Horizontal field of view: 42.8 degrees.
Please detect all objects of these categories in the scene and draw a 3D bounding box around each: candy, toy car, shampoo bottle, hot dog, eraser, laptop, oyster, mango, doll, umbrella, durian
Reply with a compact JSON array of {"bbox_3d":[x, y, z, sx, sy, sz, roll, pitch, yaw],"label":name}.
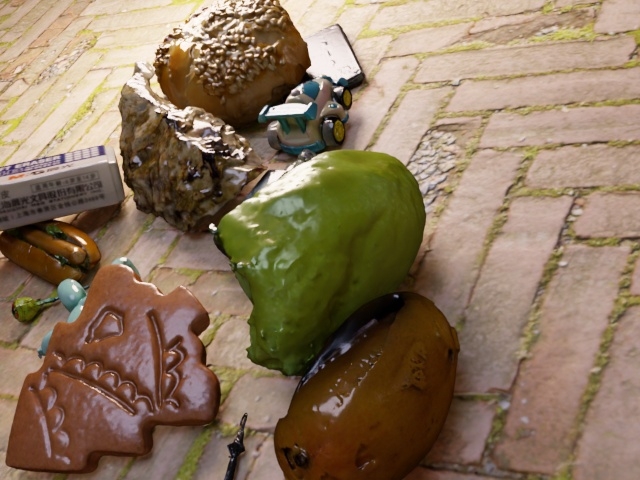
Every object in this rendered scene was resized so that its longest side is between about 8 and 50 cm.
[{"bbox_3d":[-0.412,0.092,1.250,0.123,0.035,0.035,-18,28,-5],"label":"candy"},{"bbox_3d":[-0.018,-0.219,1.301,0.126,0.098,0.161,3,58,29],"label":"toy car"},{"bbox_3d":[-0.074,-0.058,1.200,0.063,0.057,0.207,6,47,47],"label":"shampoo bottle"},{"bbox_3d":[-0.446,0.006,1.325,0.250,0.068,0.100,17,57,41],"label":"hot dog"},{"bbox_3d":[-0.471,-0.082,1.351,0.279,0.081,0.124,-14,22,-12],"label":"eraser"},{"bbox_3d":[-0.012,-0.311,1.461,0.154,0.026,0.207,-22,40,5],"label":"laptop"},{"bbox_3d":[-0.252,-0.139,1.311,0.204,0.111,0.396,-51,50,2],"label":"oyster"},{"bbox_3d":[0.056,0.157,0.831,0.248,0.151,0.156,-50,3,-37],"label":"mango"},{"bbox_3d":[-0.328,0.108,1.157,0.159,0.059,0.158,-24,39,1],"label":"doll"},{"bbox_3d":[-0.099,0.254,0.904,0.022,0.022,0.148,-52,20,43],"label":"umbrella"},{"bbox_3d":[0.000,0.000,0.973,0.340,0.204,0.256,-43,15,-21],"label":"durian"}]

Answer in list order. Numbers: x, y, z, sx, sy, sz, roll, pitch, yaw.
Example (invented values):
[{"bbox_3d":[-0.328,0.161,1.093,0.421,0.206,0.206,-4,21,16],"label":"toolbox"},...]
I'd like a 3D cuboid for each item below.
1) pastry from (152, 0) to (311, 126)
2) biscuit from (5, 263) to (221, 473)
[{"bbox_3d":[-0.169,-0.332,1.448,0.311,0.162,0.255,18,68,46],"label":"pastry"},{"bbox_3d":[-0.269,0.176,1.019,0.306,0.043,0.284,-42,58,-8],"label":"biscuit"}]
